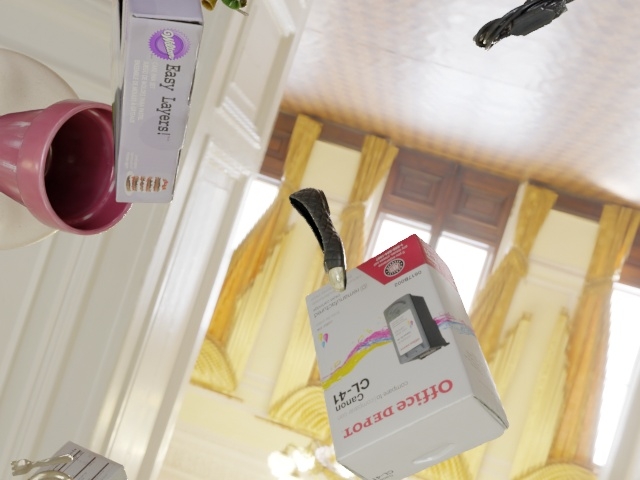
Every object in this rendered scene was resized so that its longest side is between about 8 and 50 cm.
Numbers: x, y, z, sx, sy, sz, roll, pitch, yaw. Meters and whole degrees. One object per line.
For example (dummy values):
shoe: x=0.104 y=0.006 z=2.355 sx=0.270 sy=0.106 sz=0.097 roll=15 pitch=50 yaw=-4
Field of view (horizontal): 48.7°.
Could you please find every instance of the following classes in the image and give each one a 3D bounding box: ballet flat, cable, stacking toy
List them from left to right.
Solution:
stacking toy: x=-0.672 y=-0.165 z=1.377 sx=0.351 sy=0.350 sz=0.480 roll=19 pitch=171 yaw=-35
ballet flat: x=0.000 y=0.000 z=0.937 sx=0.049 sy=0.173 sz=0.057 roll=-12 pitch=141 yaw=-9
cable: x=0.310 y=-0.345 z=1.064 sx=0.184 sy=0.150 sz=0.047 roll=-22 pitch=109 yaw=45

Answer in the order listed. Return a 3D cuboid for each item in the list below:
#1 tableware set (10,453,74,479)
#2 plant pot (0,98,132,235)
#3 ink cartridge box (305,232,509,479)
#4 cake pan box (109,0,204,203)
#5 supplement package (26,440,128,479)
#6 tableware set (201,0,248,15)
tableware set: x=-0.404 y=0.352 z=0.925 sx=0.194 sy=0.128 sz=0.039 roll=-8 pitch=175 yaw=-2
plant pot: x=-0.404 y=-0.119 z=1.070 sx=0.180 sy=0.201 sz=0.201 roll=12 pitch=176 yaw=26
ink cartridge box: x=0.117 y=0.174 z=1.064 sx=0.131 sy=0.226 sz=0.306 roll=44 pitch=-157 yaw=-39
cake pan box: x=-0.175 y=-0.209 z=0.721 sx=0.070 sy=0.245 sz=0.267 roll=-2 pitch=148 yaw=-20
supplement package: x=-0.456 y=0.550 z=1.308 sx=0.145 sy=0.261 sz=0.204 roll=13 pitch=-144 yaw=26
tableware set: x=-0.147 y=-0.363 z=0.955 sx=0.104 sy=0.024 sz=0.154 roll=29 pitch=161 yaw=6
